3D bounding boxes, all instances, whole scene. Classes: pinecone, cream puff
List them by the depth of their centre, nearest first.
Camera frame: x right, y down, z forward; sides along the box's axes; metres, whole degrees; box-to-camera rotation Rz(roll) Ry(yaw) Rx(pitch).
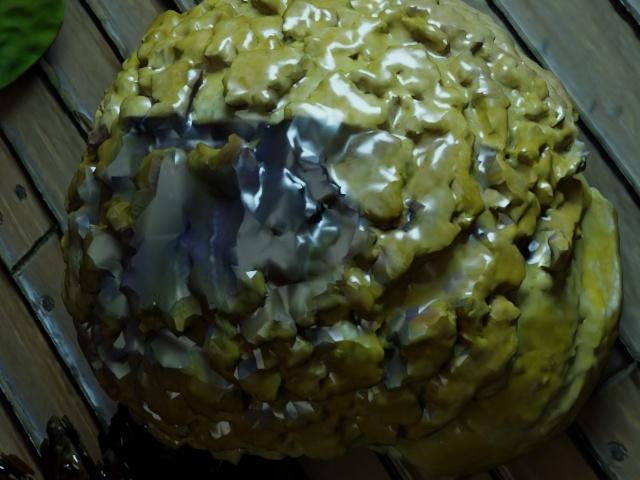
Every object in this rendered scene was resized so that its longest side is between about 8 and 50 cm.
[{"bbox_3d":[0.000,0.000,0.946,0.343,0.231,0.327,46,106,22],"label":"cream puff"},{"bbox_3d":[-0.123,0.201,1.055,0.222,0.221,0.221,1,92,31],"label":"pinecone"}]

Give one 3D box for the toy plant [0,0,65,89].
[{"bbox_3d":[-0.323,-0.263,1.180,0.224,0.184,0.315,-47,60,27],"label":"toy plant"}]
